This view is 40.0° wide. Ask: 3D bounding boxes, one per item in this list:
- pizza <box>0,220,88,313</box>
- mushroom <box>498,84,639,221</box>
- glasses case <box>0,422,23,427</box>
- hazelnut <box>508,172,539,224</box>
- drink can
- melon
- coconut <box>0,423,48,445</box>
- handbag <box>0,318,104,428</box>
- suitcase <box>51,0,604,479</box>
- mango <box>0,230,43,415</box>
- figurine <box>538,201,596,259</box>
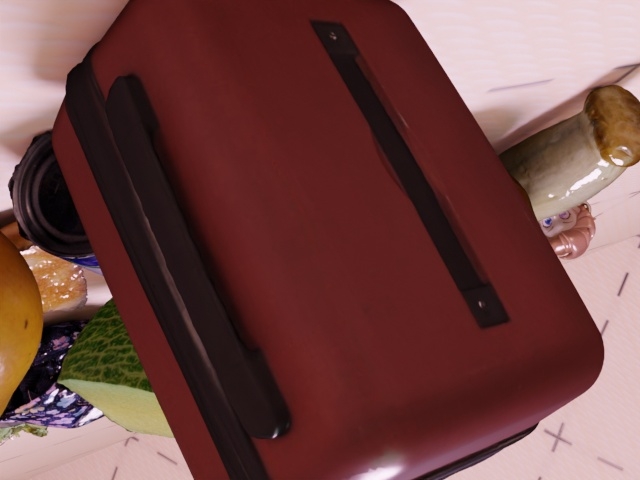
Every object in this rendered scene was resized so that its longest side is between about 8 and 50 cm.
[{"bbox_3d":[-0.265,0.031,0.787,0.185,0.052,0.195,-27,163,6],"label":"pizza"},{"bbox_3d":[0.251,-0.071,1.054,0.087,0.107,0.333,27,145,-24],"label":"mushroom"},{"bbox_3d":[-0.399,0.223,1.398,0.299,0.060,0.114,-26,167,26],"label":"glasses case"},{"bbox_3d":[0.135,0.010,0.980,0.230,0.229,0.229,-20,168,-4],"label":"hazelnut"},{"bbox_3d":[-0.147,-0.012,0.686,0.097,0.097,0.235,-21,167,2],"label":"drink can"},{"bbox_3d":[-0.055,0.142,0.963,0.344,0.226,0.331,-1,-174,25],"label":"melon"},{"bbox_3d":[-0.591,0.371,1.750,0.158,0.055,0.133,-22,169,13],"label":"coconut"},{"bbox_3d":[-0.334,0.173,1.124,0.229,0.126,0.208,-24,161,16],"label":"handbag"},{"bbox_3d":[0.000,0.000,0.506,0.236,0.297,0.161,-9,156,-44],"label":"suitcase"},{"bbox_3d":[-0.303,0.073,0.633,0.254,0.176,0.139,-50,-164,39],"label":"mango"},{"bbox_3d":[0.311,-0.054,1.171,0.126,0.157,0.114,-28,-172,14],"label":"figurine"}]
